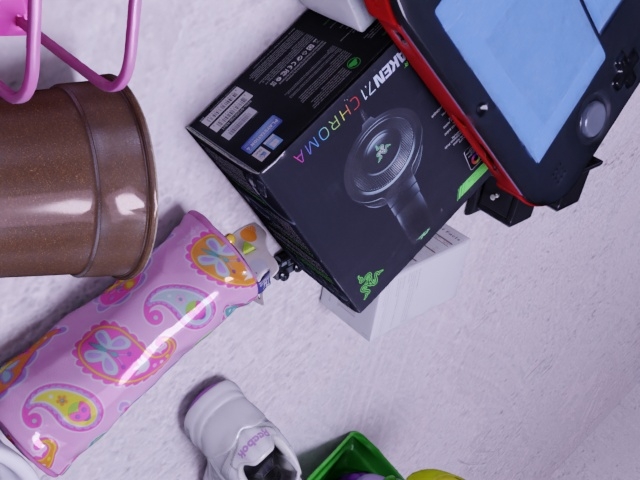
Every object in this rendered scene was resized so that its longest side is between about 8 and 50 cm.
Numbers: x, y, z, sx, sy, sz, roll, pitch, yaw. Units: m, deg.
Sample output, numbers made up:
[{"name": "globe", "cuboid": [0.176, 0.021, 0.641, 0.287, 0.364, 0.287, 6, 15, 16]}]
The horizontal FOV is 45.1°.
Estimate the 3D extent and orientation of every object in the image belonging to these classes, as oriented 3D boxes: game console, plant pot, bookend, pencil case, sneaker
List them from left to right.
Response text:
[{"name": "plant pot", "cuboid": [-0.232, -0.041, 0.575, 0.165, 0.167, 0.167, -8, 126, -35]}, {"name": "pencil case", "cuboid": [-0.188, 0.097, 0.764, 0.284, 0.124, 0.124, -42, 144, -19]}, {"name": "sneaker", "cuboid": [-0.090, 0.318, 1.039, 0.114, 0.152, 0.305, -41, 145, -20]}, {"name": "bookend", "cuboid": [0.314, -0.078, 1.156, 0.072, 0.156, 0.157, -22, 135, -37]}, {"name": "game console", "cuboid": [0.227, -0.252, 0.748, 0.342, 0.060, 0.386, -52, 132, -5]}]

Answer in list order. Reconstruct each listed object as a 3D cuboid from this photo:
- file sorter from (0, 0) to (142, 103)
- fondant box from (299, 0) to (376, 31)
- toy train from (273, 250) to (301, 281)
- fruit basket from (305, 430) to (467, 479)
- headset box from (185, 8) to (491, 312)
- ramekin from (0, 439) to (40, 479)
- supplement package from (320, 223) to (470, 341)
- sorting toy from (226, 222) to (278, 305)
[{"name": "file sorter", "cuboid": [-0.254, -0.177, 0.399, 0.291, 0.182, 0.202, -15, 130, -41]}, {"name": "fondant box", "cuboid": [0.082, -0.389, 0.678, 0.330, 0.096, 0.238, -47, 144, -10]}, {"name": "toy train", "cuboid": [0.000, 0.000, 0.979, 0.158, 0.027, 0.036, -32, 127, -26]}, {"name": "fruit basket", "cuboid": [0.107, 0.437, 1.171, 0.392, 0.283, 0.392, -42, 170, -9]}, {"name": "headset box", "cuboid": [0.041, -0.093, 0.836, 0.246, 0.131, 0.283, -46, 139, -10]}, {"name": "ramekin", "cuboid": [-0.390, 0.241, 0.644, 0.277, 0.135, 0.277, -29, 138, -30]}, {"name": "supplement package", "cuboid": [0.103, 0.042, 1.062, 0.179, 0.105, 0.105, -21, 133, -37]}, {"name": "sorting toy", "cuboid": [-0.079, 0.034, 0.873, 0.045, 0.075, 0.083, -3, 121, -48]}]
